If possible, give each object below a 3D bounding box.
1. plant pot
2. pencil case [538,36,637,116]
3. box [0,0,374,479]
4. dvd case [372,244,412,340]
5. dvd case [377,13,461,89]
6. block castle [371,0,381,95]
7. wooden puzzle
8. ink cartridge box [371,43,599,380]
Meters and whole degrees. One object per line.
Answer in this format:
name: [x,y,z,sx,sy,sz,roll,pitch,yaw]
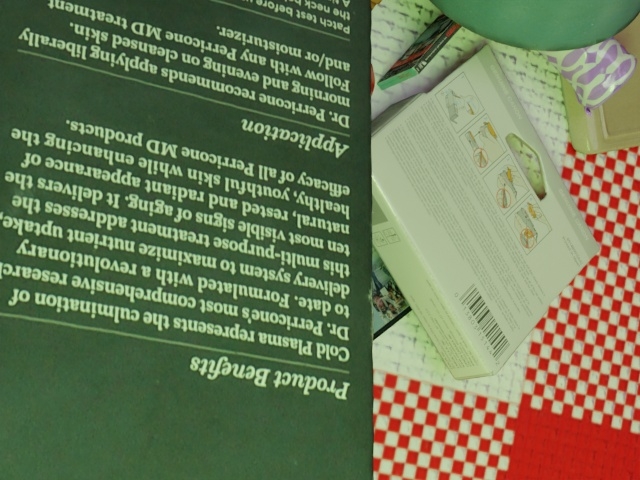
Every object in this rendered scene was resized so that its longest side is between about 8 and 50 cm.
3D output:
plant pot: [0.247,-0.377,1.307,0.290,0.195,0.290,4,58,-6]
pencil case: [0.274,-0.245,1.431,0.206,0.086,0.088,42,107,-6]
box: [-0.194,0.075,0.907,0.297,0.480,0.472,13,64,-24]
dvd case: [0.000,0.000,1.329,0.180,0.022,0.253,-36,103,-25]
dvd case: [0.121,-0.219,1.365,0.013,0.087,0.119,45,68,-14]
block castle: [0.026,-0.358,1.118,0.303,0.213,0.453,30,119,-18]
wooden puzzle: [0.401,-0.231,1.536,0.239,0.044,0.221,-11,92,-21]
ink cartridge box: [0.171,-0.035,1.393,0.261,0.066,0.296,-41,106,-38]
